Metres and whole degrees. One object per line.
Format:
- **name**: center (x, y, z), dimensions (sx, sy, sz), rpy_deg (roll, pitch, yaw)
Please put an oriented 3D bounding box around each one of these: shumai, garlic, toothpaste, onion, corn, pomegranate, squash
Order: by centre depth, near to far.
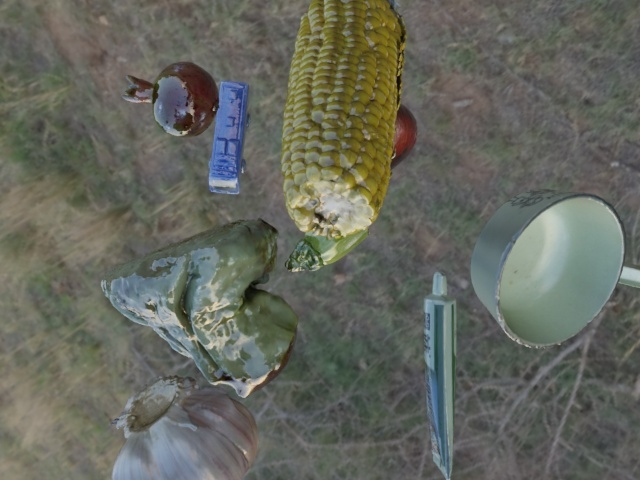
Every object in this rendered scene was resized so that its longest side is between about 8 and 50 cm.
- **corn**: center (0.019, -0.137, 0.743), dimensions (0.115, 0.318, 0.115), rpy_deg (5, 137, 4)
- **garlic**: center (-0.214, 0.297, 1.153), dimensions (0.207, 0.207, 0.256), rpy_deg (49, 147, 2)
- **shumai**: center (-0.173, 0.121, 1.272), dimensions (0.304, 0.309, 0.263), rpy_deg (-20, 96, 19)
- **squash**: center (0.004, 0.008, 1.319), dimensions (0.105, 0.132, 0.105), rpy_deg (30, 156, 15)
- **pomegranate**: center (-0.249, -0.252, 1.366), dimensions (0.159, 0.129, 0.129), rpy_deg (36, 144, -12)
- **toothpaste**: center (0.224, 0.251, 1.505), dimensions (0.099, 0.061, 0.392), rpy_deg (-136, 45, -79)
- **onion**: center (0.074, -0.180, 1.672), dimensions (0.272, 0.272, 0.195), rpy_deg (-11, 84, 49)

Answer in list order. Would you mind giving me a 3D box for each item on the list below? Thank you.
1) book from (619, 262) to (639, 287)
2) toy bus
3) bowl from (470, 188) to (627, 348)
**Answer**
- **book**: center (0.533, 0.054, 1.396), dimensions (0.352, 0.239, 0.035), rpy_deg (14, 95, 12)
- **toy bus**: center (-0.199, -0.224, 1.726), dimensions (0.079, 0.237, 0.094), rpy_deg (4, 168, 4)
- **bowl**: center (0.278, 0.022, 1.036), dimensions (0.112, 0.211, 0.211), rpy_deg (39, 148, 54)
